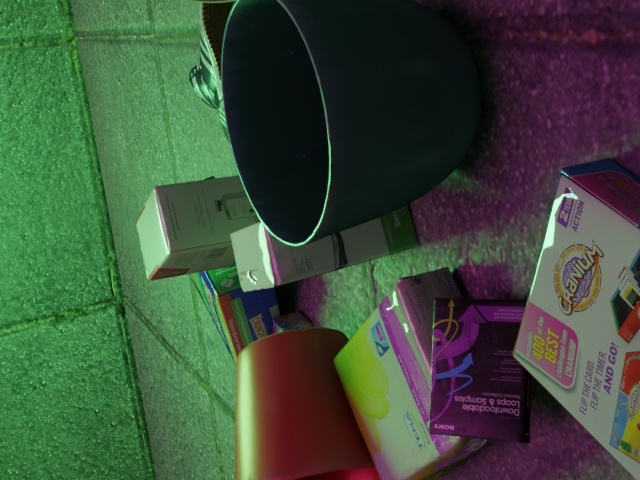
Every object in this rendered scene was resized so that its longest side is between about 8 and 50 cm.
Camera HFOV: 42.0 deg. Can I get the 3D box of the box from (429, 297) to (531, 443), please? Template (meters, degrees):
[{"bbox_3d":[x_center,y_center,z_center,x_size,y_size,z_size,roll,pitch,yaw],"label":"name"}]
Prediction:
[{"bbox_3d":[0.186,0.148,0.967,0.116,0.029,0.162,-2,81,30],"label":"box"}]

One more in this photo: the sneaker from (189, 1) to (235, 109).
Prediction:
[{"bbox_3d":[-0.191,-0.368,1.555,0.153,0.099,0.282,27,130,57],"label":"sneaker"}]

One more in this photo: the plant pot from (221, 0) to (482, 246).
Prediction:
[{"bbox_3d":[0.044,-0.160,0.987,0.293,0.235,0.293,41,138,51],"label":"plant pot"}]

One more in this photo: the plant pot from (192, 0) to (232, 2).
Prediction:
[{"bbox_3d":[-0.177,-0.557,1.286,0.256,0.256,0.274,141,130,-64],"label":"plant pot"}]

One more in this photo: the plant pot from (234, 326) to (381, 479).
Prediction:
[{"bbox_3d":[-0.024,0.290,1.371,0.275,0.274,0.243,120,142,-57],"label":"plant pot"}]

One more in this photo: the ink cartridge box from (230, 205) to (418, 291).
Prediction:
[{"bbox_3d":[0.000,0.000,1.185,0.160,0.219,0.093,-17,88,66],"label":"ink cartridge box"}]

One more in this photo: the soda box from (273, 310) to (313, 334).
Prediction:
[{"bbox_3d":[-0.053,0.230,1.613,0.058,0.062,0.183,43,140,52],"label":"soda box"}]

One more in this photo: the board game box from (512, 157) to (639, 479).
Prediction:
[{"bbox_3d":[0.315,0.105,0.747,0.316,0.064,0.242,50,145,45],"label":"board game box"}]

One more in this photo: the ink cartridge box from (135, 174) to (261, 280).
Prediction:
[{"bbox_3d":[-0.154,-0.027,1.432,0.207,0.282,0.117,142,115,-64],"label":"ink cartridge box"}]

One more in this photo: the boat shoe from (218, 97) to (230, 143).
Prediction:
[{"bbox_3d":[-0.081,-0.223,1.282,0.118,0.103,0.320,50,153,19],"label":"boat shoe"}]

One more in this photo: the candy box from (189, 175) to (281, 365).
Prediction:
[{"bbox_3d":[-0.190,0.072,1.699,0.317,0.122,0.268,54,161,39],"label":"candy box"}]

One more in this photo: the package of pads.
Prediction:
[{"bbox_3d":[0.135,0.205,1.149,0.229,0.101,0.296,68,155,21],"label":"package of pads"}]
